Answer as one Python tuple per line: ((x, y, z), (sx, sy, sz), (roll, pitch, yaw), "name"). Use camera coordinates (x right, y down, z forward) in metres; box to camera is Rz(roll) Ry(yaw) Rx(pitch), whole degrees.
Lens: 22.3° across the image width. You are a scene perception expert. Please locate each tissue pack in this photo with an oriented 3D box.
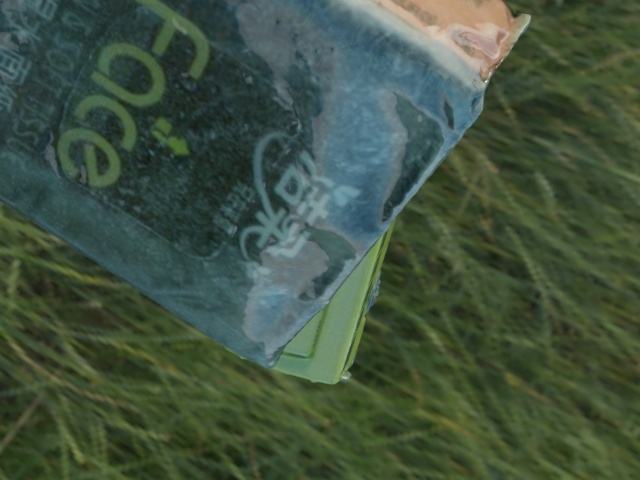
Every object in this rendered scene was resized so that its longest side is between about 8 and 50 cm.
((-0.094, -0.103, 0.763), (0.228, 0.316, 0.103), (-54, -175, 46), "tissue pack")

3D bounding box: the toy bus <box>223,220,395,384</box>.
((0.000, 0.000, 1.003), (0.101, 0.088, 0.175), (-54, 161, -74), "toy bus")
